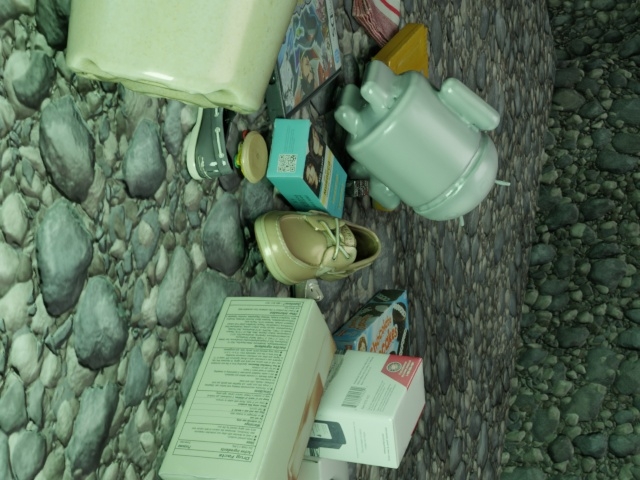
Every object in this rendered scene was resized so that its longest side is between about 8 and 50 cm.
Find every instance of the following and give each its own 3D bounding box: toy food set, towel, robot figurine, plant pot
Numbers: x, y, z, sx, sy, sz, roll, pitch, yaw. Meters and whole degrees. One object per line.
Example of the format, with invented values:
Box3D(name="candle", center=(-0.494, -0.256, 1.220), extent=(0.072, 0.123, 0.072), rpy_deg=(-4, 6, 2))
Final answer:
Box3D(name="toy food set", center=(-0.104, -0.129, 1.623), extent=(0.083, 0.020, 0.083), rpy_deg=(62, 37, -50))
Box3D(name="towel", center=(0.130, -0.566, 2.157), extent=(0.237, 0.037, 0.329), rpy_deg=(26, 67, -67))
Box3D(name="robot figurine", center=(0.189, -0.175, 1.978), extent=(0.353, 0.300, 0.200), rpy_deg=(40, 36, -18))
Box3D(name="plant pot", center=(-0.142, -0.311, 1.181), extent=(0.334, 0.333, 0.306), rpy_deg=(6, 96, -68))

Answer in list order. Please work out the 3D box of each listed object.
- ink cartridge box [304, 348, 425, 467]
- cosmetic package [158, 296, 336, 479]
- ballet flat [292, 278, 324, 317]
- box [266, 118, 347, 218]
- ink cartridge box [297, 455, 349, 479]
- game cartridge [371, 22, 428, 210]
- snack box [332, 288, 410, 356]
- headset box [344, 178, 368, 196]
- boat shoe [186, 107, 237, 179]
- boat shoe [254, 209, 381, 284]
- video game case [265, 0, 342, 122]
Box3D(name="ink cartridge box", center=(0.030, 0.258, 1.692), extent=(0.172, 0.237, 0.100), rpy_deg=(-53, 142, -55))
Box3D(name="cosmetic package", center=(-0.094, 0.233, 1.498), extent=(0.129, 0.153, 0.296), rpy_deg=(66, 34, -45))
Box3D(name="ballet flat", center=(-0.017, 0.113, 1.809), extent=(0.057, 0.052, 0.168), rpy_deg=(-9, 99, -68))
Box3D(name="box", center=(-0.018, -0.108, 1.755), extent=(0.244, 0.060, 0.101), rpy_deg=(48, 47, -67))
Box3D(name="ink cartridge box", center=(-0.018, 0.505, 1.815), extent=(0.261, 0.066, 0.296), rpy_deg=(-37, 125, -64))
Box3D(name="game cartridge", center=(0.169, -0.263, 2.202), extent=(0.285, 0.052, 0.324), rpy_deg=(-53, 147, -55))
Box3D(name="snack box", center=(0.103, 0.231, 2.103), extent=(0.322, 0.060, 0.187), rpy_deg=(-35, 123, -63))
Box3D(name="headset box", center=(0.049, -0.097, 1.947), extent=(0.083, 0.062, 0.032), rpy_deg=(-11, 102, -68))
Box3D(name="boat shoe", center=(-0.133, -0.180, 1.489), extent=(0.075, 0.065, 0.206), rpy_deg=(47, 48, -60))
Box3D(name="boat shoe", center=(0.000, 0.000, 1.726), extent=(0.341, 0.110, 0.122), rpy_deg=(4, 68, -68))
Box3D(name="video game case", center=(-0.038, -0.357, 1.753), extent=(0.275, 0.035, 0.248), rpy_deg=(-51, 138, -57))
